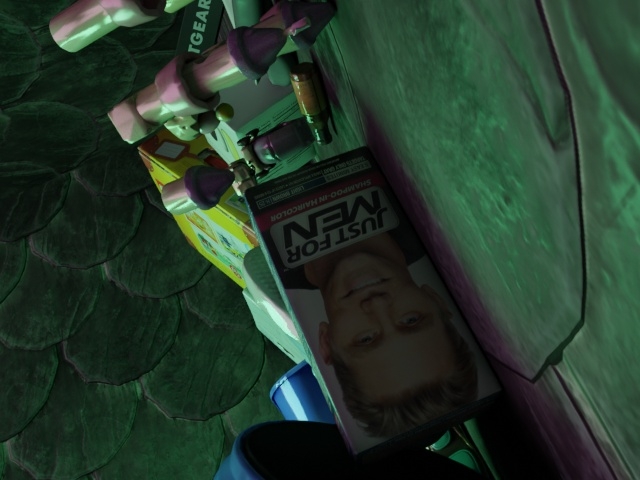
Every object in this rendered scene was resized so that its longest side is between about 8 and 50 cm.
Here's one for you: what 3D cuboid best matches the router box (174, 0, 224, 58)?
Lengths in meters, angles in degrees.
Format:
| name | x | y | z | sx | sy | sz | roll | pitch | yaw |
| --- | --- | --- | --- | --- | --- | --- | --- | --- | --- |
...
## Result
| name | x | y | z | sx | sy | sz | roll | pitch | yaw |
| --- | --- | --- | --- | --- | --- | --- | --- | --- | --- |
| router box | -0.283 | -0.462 | 1.544 | 0.243 | 0.081 | 0.308 | -133 | 56 | -76 |

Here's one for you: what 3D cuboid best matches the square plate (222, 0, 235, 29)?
| name | x | y | z | sx | sy | sz | roll | pitch | yaw |
| --- | --- | --- | --- | --- | --- | --- | --- | --- | --- |
| square plate | -0.171 | -0.509 | 1.246 | 0.347 | 0.049 | 0.344 | -156 | 43 | -82 |

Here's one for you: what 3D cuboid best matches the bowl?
| name | x | y | z | sx | sy | sz | roll | pitch | yaw |
| --- | --- | --- | --- | --- | --- | --- | --- | --- | --- |
| bowl | 0.070 | 0.306 | 0.771 | 0.391 | 0.391 | 0.077 | -168 | 92 | -84 |

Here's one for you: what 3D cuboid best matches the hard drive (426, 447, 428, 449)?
| name | x | y | z | sx | sy | sz | roll | pitch | yaw |
| --- | --- | --- | --- | --- | --- | --- | --- | --- | --- |
| hard drive | 0.253 | 0.445 | 1.112 | 0.307 | 0.040 | 0.203 | -122 | 10 | -58 |

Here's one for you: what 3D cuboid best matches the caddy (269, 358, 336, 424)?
| name | x | y | z | sx | sy | sz | roll | pitch | yaw |
| --- | --- | --- | --- | --- | --- | --- | --- | --- | --- |
| caddy | 0.025 | 0.320 | 1.410 | 0.179 | 0.241 | 0.341 | 60 | 172 | 25 |

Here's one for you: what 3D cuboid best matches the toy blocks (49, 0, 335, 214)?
| name | x | y | z | sx | sy | sz | roll | pitch | yaw |
| --- | --- | --- | --- | --- | --- | --- | --- | --- | --- |
| toy blocks | -0.079 | -0.210 | 0.789 | 0.309 | 0.260 | 0.288 | 62 | -151 | -19 |

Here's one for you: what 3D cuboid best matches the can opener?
| name | x | y | z | sx | sy | sz | roll | pitch | yaw |
| --- | --- | --- | --- | --- | --- | --- | --- | --- | --- |
| can opener | -0.080 | -0.341 | 1.026 | 0.283 | 0.095 | 0.076 | 94 | -169 | -68 |

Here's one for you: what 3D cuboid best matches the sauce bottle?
| name | x | y | z | sx | sy | sz | roll | pitch | yaw |
| --- | --- | --- | --- | --- | --- | --- | --- | --- | --- |
| sauce bottle | -0.011 | -0.199 | 0.983 | 0.042 | 0.042 | 0.128 | -119 | 10 | -51 |

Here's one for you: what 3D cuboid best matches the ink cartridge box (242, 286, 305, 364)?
| name | x | y | z | sx | sy | sz | roll | pitch | yaw |
| --- | --- | --- | --- | --- | --- | --- | --- | --- | --- |
| ink cartridge box | -0.078 | 0.217 | 1.572 | 0.223 | 0.045 | 0.224 | 38 | 159 | 22 |

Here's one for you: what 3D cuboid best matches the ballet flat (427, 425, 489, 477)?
| name | x | y | z | sx | sy | sz | roll | pitch | yaw |
| --- | --- | --- | --- | --- | --- | --- | --- | --- | --- |
| ballet flat | 0.205 | 0.321 | 1.003 | 0.073 | 0.080 | 0.232 | 28 | -148 | -50 |

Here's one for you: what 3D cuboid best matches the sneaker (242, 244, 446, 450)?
| name | x | y | z | sx | sy | sz | roll | pitch | yaw |
| --- | --- | --- | --- | --- | --- | --- | --- | --- | --- |
| sneaker | 0.018 | 0.155 | 0.913 | 0.366 | 0.135 | 0.150 | 40 | 131 | 23 |

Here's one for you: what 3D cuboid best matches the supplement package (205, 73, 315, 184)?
| name | x | y | z | sx | sy | sz | roll | pitch | yaw |
| --- | --- | --- | --- | --- | --- | --- | --- | --- | --- |
| supplement package | -0.136 | -0.238 | 1.281 | 0.194 | 0.149 | 0.203 | 45 | 165 | 28 |

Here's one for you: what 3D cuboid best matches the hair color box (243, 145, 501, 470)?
| name | x | y | z | sx | sy | sz | roll | pitch | yaw |
| --- | --- | --- | --- | --- | --- | --- | --- | --- | --- |
| hair color box | 0.049 | 0.068 | 0.793 | 0.105 | 0.174 | 0.347 | 83 | 163 | -62 |

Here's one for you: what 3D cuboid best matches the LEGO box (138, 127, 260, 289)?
| name | x | y | z | sx | sy | sz | roll | pitch | yaw |
| --- | --- | --- | --- | --- | --- | --- | --- | --- | --- |
| LEGO box | -0.186 | -0.055 | 1.657 | 0.500 | 0.193 | 0.372 | 34 | 155 | 36 |
